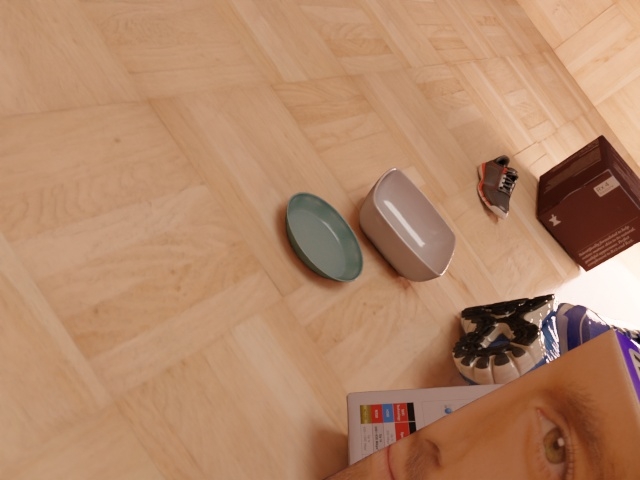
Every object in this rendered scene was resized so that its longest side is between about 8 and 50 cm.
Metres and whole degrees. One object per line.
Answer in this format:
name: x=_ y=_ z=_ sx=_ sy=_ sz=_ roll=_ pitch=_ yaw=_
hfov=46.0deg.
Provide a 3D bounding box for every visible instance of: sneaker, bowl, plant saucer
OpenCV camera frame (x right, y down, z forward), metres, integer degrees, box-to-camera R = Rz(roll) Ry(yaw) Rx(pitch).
sneaker: x=0.243 y=0.160 z=0.950 sx=0.330 sy=0.130 sz=0.147 roll=-28 pitch=105 yaw=-66
bowl: x=0.108 y=-0.016 z=0.988 sx=0.142 sy=0.053 sz=0.142 roll=50 pitch=30 yaw=-7
sneaker: x=0.475 y=0.167 z=1.117 sx=0.316 sy=0.182 sz=0.127 roll=26 pitch=65 yaw=-48
plant saucer: x=0.000 y=0.000 z=0.857 sx=0.119 sy=0.021 sz=0.119 roll=34 pitch=35 yaw=-28
sneaker: x=0.324 y=-0.104 z=1.360 sx=0.061 sy=0.065 sz=0.157 roll=36 pitch=34 yaw=-27

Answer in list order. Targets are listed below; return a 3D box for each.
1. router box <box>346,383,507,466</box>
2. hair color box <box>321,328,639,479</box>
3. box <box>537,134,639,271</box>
router box: x=0.174 y=0.266 z=0.568 sx=0.335 sy=0.301 sz=0.082 roll=-89 pitch=174 yaw=-46
hair color box: x=0.064 y=0.213 z=0.410 sx=0.110 sy=0.339 sz=0.185 roll=34 pitch=36 yaw=-30
box: x=0.567 y=-0.080 z=1.561 sx=0.167 sy=0.168 sz=0.203 roll=47 pitch=31 yaw=-11
